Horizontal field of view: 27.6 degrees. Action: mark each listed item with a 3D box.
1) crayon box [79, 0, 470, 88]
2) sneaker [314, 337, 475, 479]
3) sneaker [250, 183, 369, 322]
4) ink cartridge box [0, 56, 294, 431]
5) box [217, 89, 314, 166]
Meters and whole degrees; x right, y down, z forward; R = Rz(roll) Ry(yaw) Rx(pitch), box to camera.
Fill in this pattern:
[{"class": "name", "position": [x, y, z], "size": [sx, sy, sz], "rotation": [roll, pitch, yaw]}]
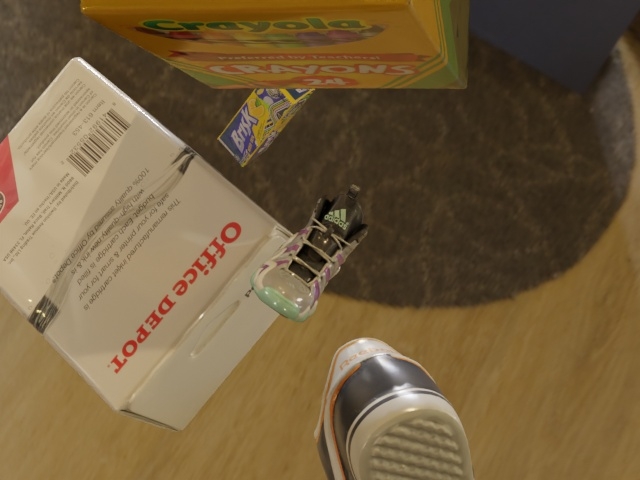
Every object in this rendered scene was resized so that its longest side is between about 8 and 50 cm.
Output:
[{"class": "crayon box", "position": [-0.021, -0.161, 0.841], "size": [0.202, 0.318, 0.081], "rotation": [2, 86, 14]}, {"class": "sneaker", "position": [0.073, 0.217, 1.079], "size": [0.126, 0.321, 0.127], "rotation": [-15, 36, -11]}, {"class": "sneaker", "position": [0.000, 0.000, 0.684], "size": [0.038, 0.069, 0.098], "rotation": [35, 19, -3]}, {"class": "ink cartridge box", "position": [-0.145, 0.002, 0.977], "size": [0.237, 0.100, 0.172], "rotation": [40, 90, 28]}, {"class": "box", "position": [-0.078, -0.176, 1.820], "size": [0.059, 0.169, 0.054], "rotation": [48, 50, 3]}]
